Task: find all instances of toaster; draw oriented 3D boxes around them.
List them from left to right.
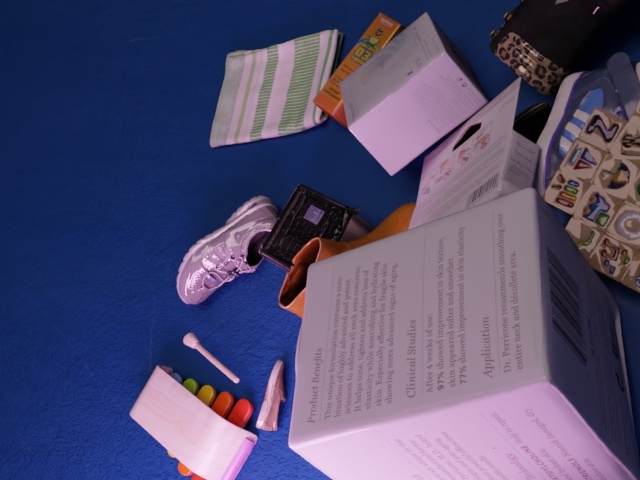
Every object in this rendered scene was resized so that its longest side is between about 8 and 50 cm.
[{"bbox_3d":[0.000,0.000,1.855,0.186,0.110,0.168,28,87,43],"label":"toaster"}]

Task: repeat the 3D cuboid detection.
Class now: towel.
[{"bbox_3d":[-0.104,-0.342,2.153,0.325,0.038,0.247,-4,67,36],"label":"towel"}]

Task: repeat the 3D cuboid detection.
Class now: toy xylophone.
[{"bbox_3d":[-0.248,0.333,1.901,0.236,0.081,0.323,-54,48,3],"label":"toy xylophone"}]

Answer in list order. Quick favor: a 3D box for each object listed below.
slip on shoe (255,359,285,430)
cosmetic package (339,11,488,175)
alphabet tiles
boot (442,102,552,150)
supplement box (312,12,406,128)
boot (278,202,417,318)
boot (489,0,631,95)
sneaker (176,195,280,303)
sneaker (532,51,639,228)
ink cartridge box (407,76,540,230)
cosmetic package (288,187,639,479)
[{"bbox_3d":[-0.085,0.295,1.825,0.041,0.051,0.135,16,66,1],"label":"slip on shoe"},{"bbox_3d":[0.166,-0.278,1.797,0.225,0.138,0.224,-38,26,18],"label":"cosmetic package"},{"bbox_3d":[0.529,-0.058,1.459,0.342,0.011,0.285,30,92,22],"label":"alphabet tiles"},{"bbox_3d":[0.315,-0.206,1.744,0.198,0.077,0.137,-40,45,14],"label":"boot"},{"bbox_3d":[0.091,-0.350,1.980,0.233,0.080,0.078,-52,50,2],"label":"supplement box"},{"bbox_3d":[0.062,0.028,1.726,0.104,0.211,0.295,33,90,42],"label":"boot"},{"bbox_3d":[0.401,-0.463,1.709,0.284,0.138,0.377,-57,44,30],"label":"boot"},{"bbox_3d":[-0.187,0.034,1.985,0.281,0.105,0.115,-47,48,9],"label":"sneaker"},{"bbox_3d":[0.483,-0.149,1.543,0.236,0.130,0.322,1,64,42],"label":"sneaker"},{"bbox_3d":[0.260,-0.101,1.652,0.296,0.066,0.261,-41,25,51],"label":"ink cartridge box"},{"bbox_3d":[0.211,0.188,1.418,0.394,0.327,0.329,-19,45,29],"label":"cosmetic package"}]
